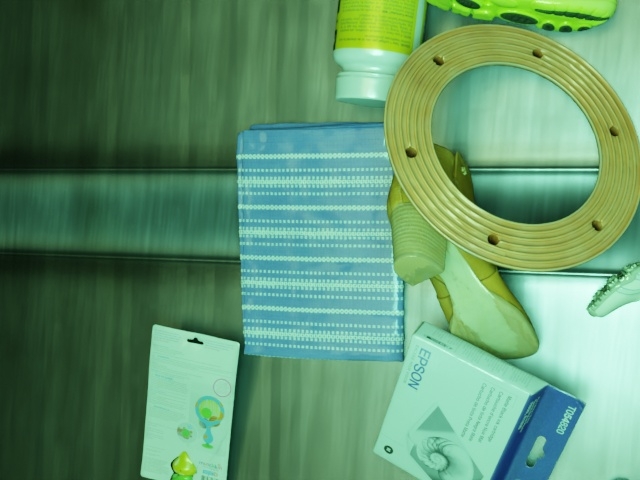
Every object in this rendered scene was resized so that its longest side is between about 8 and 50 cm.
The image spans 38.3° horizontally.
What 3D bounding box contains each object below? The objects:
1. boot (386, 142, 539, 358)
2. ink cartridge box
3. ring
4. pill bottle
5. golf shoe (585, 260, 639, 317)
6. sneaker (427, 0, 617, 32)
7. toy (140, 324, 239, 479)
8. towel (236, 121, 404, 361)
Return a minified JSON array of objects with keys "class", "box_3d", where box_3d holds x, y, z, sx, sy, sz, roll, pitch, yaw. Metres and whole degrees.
[{"class":"boot","box_3d":[0.191,0.006,1.183,0.104,0.295,0.211,-22,43,35]},{"class":"ink cartridge box","box_3d":[0.194,0.242,1.179,0.224,0.045,0.223,25,125,17]},{"class":"ring","box_3d":[0.235,-0.116,1.123,0.336,0.032,0.336,5,67,-11]},{"class":"pill bottle","box_3d":[0.079,-0.286,1.220,0.119,0.119,0.208,7,93,19]},{"class":"golf shoe","box_3d":[0.416,0.056,1.138,0.176,0.069,0.086,-39,85,17]},{"class":"sneaker","box_3d":[0.228,-0.345,1.150,0.295,0.109,0.123,11,77,-12]},{"class":"toy","box_3d":[-0.186,0.245,1.354,0.137,0.056,0.237,10,99,15]},{"class":"towel","box_3d":[0.000,0.000,1.302,0.243,0.040,0.336,0,93,18]}]
